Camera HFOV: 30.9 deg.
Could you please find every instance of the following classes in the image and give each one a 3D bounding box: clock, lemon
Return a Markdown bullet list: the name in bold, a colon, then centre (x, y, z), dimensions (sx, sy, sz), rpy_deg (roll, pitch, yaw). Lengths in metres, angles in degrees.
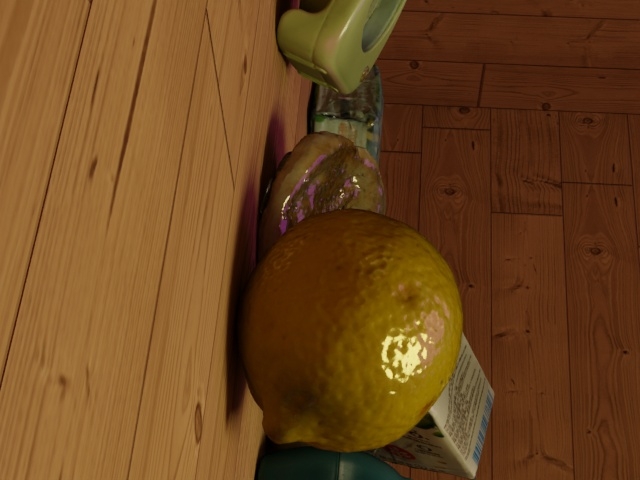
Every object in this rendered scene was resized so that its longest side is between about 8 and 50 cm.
- **clock**: centre (0.059, -0.348, 1.482), dimensions (0.308, 0.096, 0.235), rpy_deg (-62, 169, -1)
- **lemon**: centre (0.027, 0.096, 1.167), dimensions (0.228, 0.228, 0.254), rpy_deg (88, 15, -57)

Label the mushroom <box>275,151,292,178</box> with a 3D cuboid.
- **mushroom**: centre (-0.019, 0.012, 1.558), dimensions (0.312, 0.081, 0.100), rpy_deg (85, 7, -53)

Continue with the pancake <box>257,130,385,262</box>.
- **pancake**: centre (-0.001, -0.001, 1.419), dimensions (0.282, 0.049, 0.282), rpy_deg (-37, 135, -49)

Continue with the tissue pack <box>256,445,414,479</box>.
- **tissue pack**: centre (0.020, 0.396, 1.481), dimensions (0.287, 0.206, 0.198), rpy_deg (87, 8, -49)

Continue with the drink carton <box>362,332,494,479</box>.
- **drink carton**: centre (0.089, 0.180, 1.426), dimensions (0.324, 0.194, 0.132), rpy_deg (55, 46, -60)

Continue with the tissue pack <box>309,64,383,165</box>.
- **tissue pack**: centre (0.044, -0.140, 2.104), dimensions (0.228, 0.128, 0.311), rpy_deg (-82, 175, -57)

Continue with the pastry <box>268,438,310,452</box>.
- **pastry**: centre (-0.019, 0.223, 1.588), dimensions (0.192, 0.093, 0.182), rpy_deg (-47, 140, -73)
